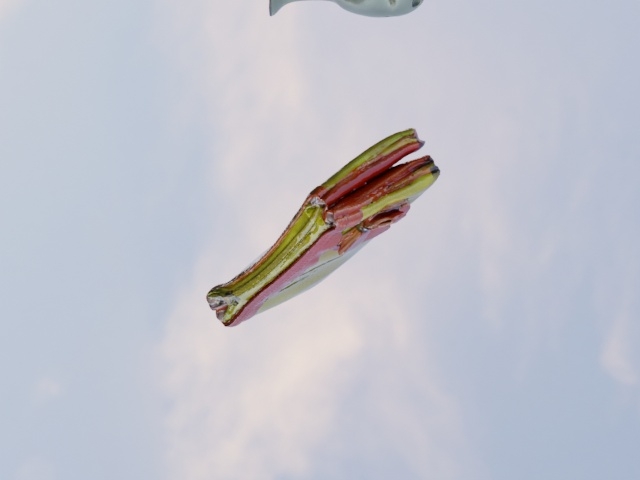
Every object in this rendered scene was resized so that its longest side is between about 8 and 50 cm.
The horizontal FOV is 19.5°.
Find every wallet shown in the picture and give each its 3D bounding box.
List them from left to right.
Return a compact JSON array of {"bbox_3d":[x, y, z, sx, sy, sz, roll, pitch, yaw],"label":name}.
[{"bbox_3d":[0.000,0.000,1.690,0.141,0.067,0.241,-31,172,-38],"label":"wallet"}]

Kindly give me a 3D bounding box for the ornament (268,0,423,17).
[{"bbox_3d":[0.028,-0.255,1.848,0.081,0.156,0.075,-86,178,-76],"label":"ornament"}]
